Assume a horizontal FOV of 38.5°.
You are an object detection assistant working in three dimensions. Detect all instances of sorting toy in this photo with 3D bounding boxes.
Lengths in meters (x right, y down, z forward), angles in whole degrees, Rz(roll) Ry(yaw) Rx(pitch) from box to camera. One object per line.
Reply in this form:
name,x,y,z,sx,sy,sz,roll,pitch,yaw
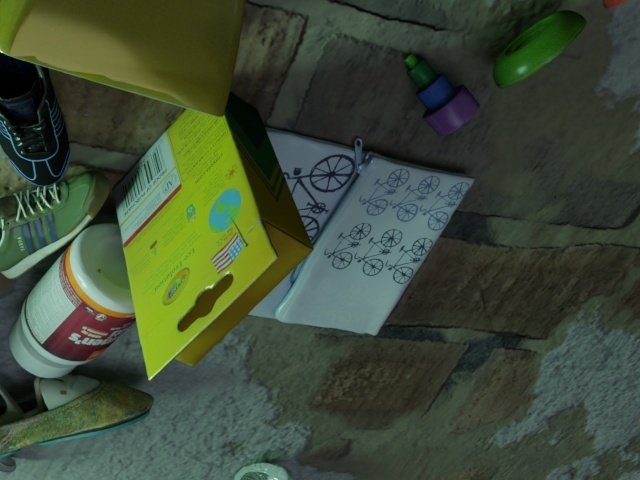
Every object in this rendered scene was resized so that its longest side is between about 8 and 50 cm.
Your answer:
sorting toy,0.248,-0.280,1.083,0.366,0.127,0.126,-37,103,17

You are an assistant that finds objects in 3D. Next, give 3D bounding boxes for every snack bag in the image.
snack bag,0.000,0.000,1.267,0.343,0.037,0.323,12,126,-28

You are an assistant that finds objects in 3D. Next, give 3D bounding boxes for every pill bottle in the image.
pill bottle,-0.299,0.082,1.150,0.121,0.121,0.221,19,137,-32

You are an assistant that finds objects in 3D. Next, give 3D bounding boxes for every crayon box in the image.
crayon box,-0.126,-0.008,1.018,0.202,0.318,0.081,-43,130,20

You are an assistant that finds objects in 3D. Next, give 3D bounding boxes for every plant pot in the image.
plant pot,-0.179,-0.262,0.863,0.212,0.212,0.187,13,113,-29

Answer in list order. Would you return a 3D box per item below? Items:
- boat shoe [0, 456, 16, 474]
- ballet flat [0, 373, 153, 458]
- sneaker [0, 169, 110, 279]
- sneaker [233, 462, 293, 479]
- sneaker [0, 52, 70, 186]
boat shoe,-0.491,0.318,1.378,0.035,0.035,0.100,-33,126,15
ballet flat,-0.416,0.243,1.294,0.349,0.123,0.123,-15,134,-9
sneaker,-0.347,-0.028,1.095,0.192,0.064,0.086,-37,137,18
sneaker,-0.110,0.465,1.620,0.115,0.090,0.232,17,132,-39
sneaker,-0.322,-0.139,0.988,0.082,0.090,0.232,-13,133,-9
